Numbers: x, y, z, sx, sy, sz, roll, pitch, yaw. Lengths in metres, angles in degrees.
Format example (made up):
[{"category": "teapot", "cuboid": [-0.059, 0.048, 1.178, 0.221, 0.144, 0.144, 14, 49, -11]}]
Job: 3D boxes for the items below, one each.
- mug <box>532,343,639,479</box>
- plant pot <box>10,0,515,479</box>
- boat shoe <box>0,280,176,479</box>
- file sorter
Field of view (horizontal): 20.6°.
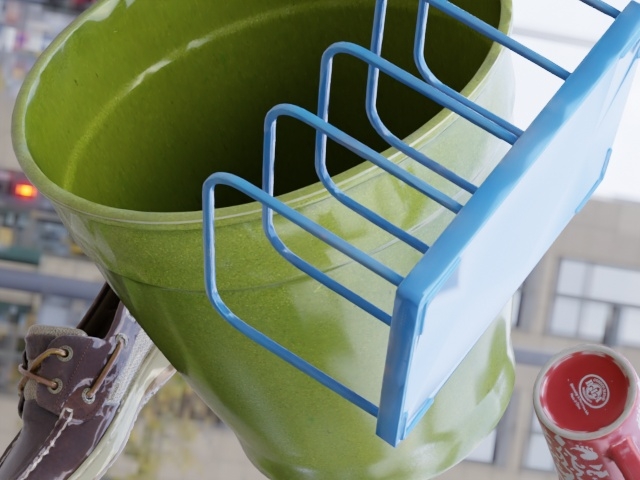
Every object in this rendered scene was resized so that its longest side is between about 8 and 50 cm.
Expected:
[{"category": "mug", "cuboid": [0.264, 0.175, 1.543, 0.113, 0.150, 0.169, -55, 146, -17]}, {"category": "plant pot", "cuboid": [0.000, 0.000, 1.340, 0.366, 0.366, 0.353, -95, 169, -52]}, {"category": "boat shoe", "cuboid": [-0.221, 0.123, 1.565, 0.123, 0.123, 0.342, -13, -147, 55]}, {"category": "file sorter", "cuboid": [0.042, -0.029, 0.723, 0.170, 0.104, 0.118, -49, 162, -27]}]
